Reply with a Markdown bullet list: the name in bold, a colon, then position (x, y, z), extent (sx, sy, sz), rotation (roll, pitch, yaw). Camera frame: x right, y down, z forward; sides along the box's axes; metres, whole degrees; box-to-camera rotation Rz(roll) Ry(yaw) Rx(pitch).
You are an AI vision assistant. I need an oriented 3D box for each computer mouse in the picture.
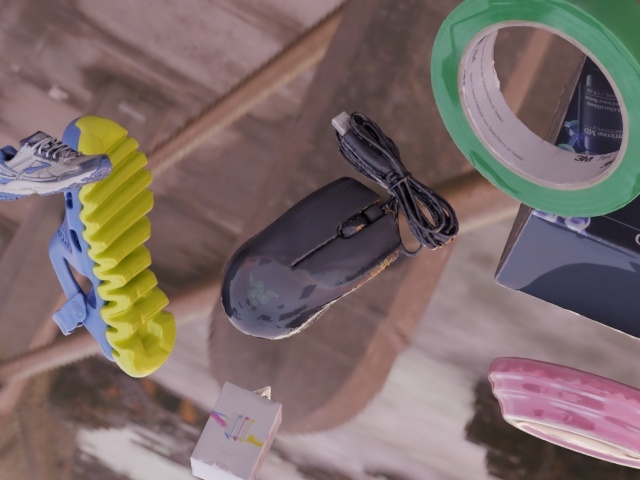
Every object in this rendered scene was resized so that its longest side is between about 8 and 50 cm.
- **computer mouse**: position (0.000, 0.000, 1.546), extent (0.188, 0.272, 0.072), rotation (49, 180, 5)

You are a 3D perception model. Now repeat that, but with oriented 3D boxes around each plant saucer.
- **plant saucer**: position (0.402, 0.265, 2.078), extent (0.332, 0.084, 0.332), rotation (19, 168, 4)

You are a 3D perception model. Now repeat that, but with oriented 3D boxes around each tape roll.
- **tape roll**: position (0.288, -0.182, 1.724), extent (0.321, 0.077, 0.321), rotation (28, 141, 26)

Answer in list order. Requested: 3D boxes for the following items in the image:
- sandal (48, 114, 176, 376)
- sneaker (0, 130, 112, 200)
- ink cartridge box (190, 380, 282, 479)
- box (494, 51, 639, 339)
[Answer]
- **sandal**: position (-0.267, 0.008, 1.638), extent (0.138, 0.126, 0.317), rotation (8, 113, 30)
- **sneaker**: position (-0.249, -0.071, 1.273), extent (0.135, 0.058, 0.052), rotation (-7, -170, 31)
- **ink cartridge box**: position (-0.116, 0.277, 2.007), extent (0.090, 0.143, 0.092), rotation (21, 156, 7)
- **box**: position (0.463, -0.086, 2.018), extent (0.293, 0.395, 0.212), rotation (22, 150, 3)
